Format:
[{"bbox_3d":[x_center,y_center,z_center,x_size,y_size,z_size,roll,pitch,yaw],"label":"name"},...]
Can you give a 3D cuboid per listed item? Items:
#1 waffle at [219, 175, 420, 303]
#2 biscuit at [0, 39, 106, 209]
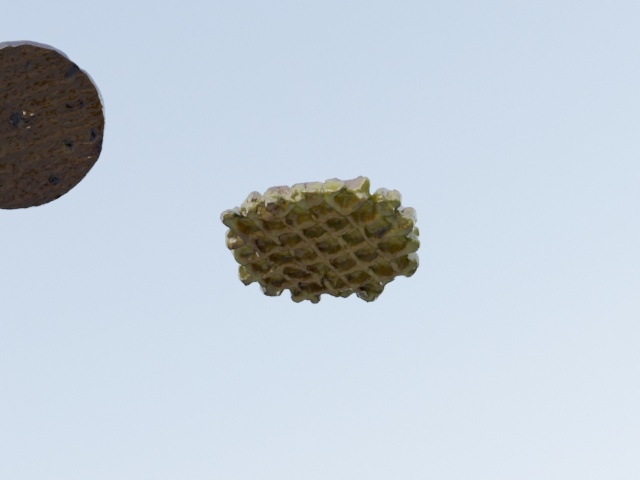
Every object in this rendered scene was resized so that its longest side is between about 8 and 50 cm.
[{"bbox_3d":[0.003,0.003,1.106,0.191,0.038,0.191,4,-38,3],"label":"waffle"},{"bbox_3d":[-0.359,-0.134,1.436,0.212,0.036,0.212,-7,-70,-21],"label":"biscuit"}]
